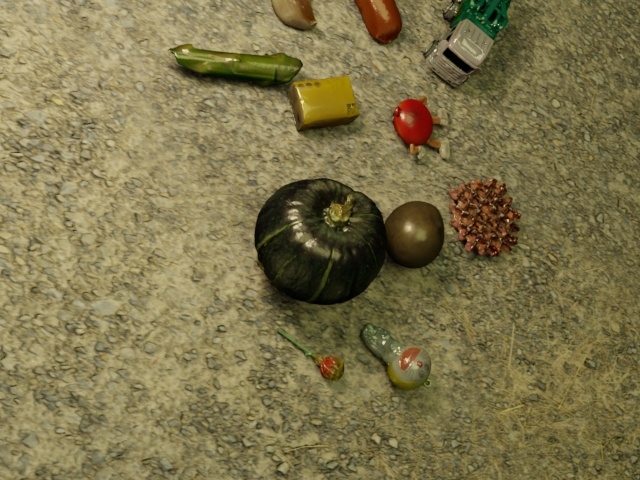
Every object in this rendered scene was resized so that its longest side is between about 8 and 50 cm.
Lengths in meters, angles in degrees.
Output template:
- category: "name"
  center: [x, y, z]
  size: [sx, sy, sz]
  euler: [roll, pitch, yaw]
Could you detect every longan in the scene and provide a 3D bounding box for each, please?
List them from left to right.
- category: "longan"
  center: [0.245, -0.017, 1.738]
  size: [0.167, 0.167, 0.187]
  euler: [41, 67, -10]

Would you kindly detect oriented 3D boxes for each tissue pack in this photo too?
- category: "tissue pack"
  center: [0.008, -0.362, 1.754]
  size: [0.169, 0.082, 0.119]
  euler: [-13, 85, -24]

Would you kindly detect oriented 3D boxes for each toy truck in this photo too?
- category: "toy truck"
  center: [0.450, -0.633, 1.943]
  size: [0.177, 0.178, 0.363]
  euler: [35, 71, -12]

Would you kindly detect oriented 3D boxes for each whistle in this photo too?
- category: "whistle"
  center: [0.197, 0.292, 1.684]
  size: [0.223, 0.123, 0.123]
  euler: [42, 66, 6]

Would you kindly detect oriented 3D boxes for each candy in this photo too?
- category: "candy"
  center: [-0.025, 0.275, 1.631]
  size: [0.201, 0.060, 0.060]
  euler: [36, 68, -4]

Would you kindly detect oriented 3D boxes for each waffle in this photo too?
- category: "waffle"
  center: [0.470, -0.064, 1.898]
  size: [0.221, 0.055, 0.234]
  euler: [-11, 78, -22]

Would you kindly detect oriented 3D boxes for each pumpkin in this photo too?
- category: "pumpkin"
  center: [0.000, 0.000, 1.589]
  size: [0.324, 0.241, 0.323]
  euler: [10, 60, -18]

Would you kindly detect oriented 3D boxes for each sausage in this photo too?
- category: "sausage"
  center: [0.132, -0.725, 1.874]
  size: [0.097, 0.094, 0.348]
  euler: [-26, 90, -21]

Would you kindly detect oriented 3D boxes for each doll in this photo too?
- category: "doll"
  center: [0.276, -0.316, 1.857]
  size: [0.217, 0.085, 0.183]
  euler: [7, 78, -38]

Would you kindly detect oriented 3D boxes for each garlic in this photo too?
- category: "garlic"
  center: [-0.072, -0.673, 1.797]
  size: [0.129, 0.090, 0.198]
  euler: [2, 72, -37]

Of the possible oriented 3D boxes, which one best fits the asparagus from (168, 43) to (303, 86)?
- category: "asparagus"
  center: [-0.215, -0.444, 1.682]
  size: [0.343, 0.085, 0.081]
  euler: [-2, 76, -21]
